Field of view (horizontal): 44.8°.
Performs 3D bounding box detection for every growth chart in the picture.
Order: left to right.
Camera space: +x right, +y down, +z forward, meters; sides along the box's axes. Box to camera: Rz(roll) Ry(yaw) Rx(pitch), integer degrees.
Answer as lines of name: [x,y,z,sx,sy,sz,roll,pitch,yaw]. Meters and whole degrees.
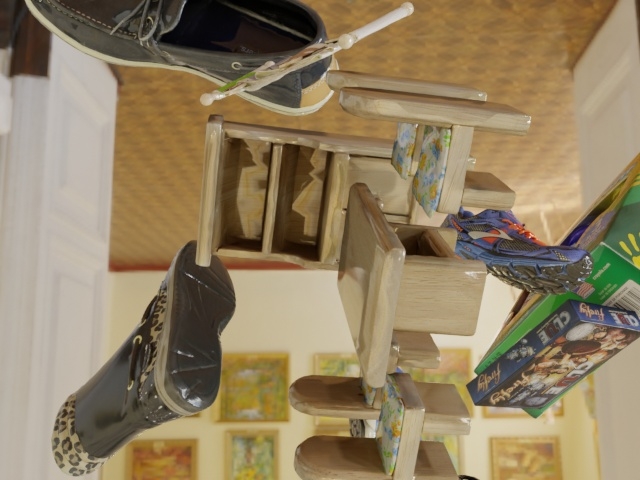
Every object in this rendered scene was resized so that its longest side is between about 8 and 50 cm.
growth chart: [-0.013,-0.224,0.935,0.237,0.021,0.172,-14,-161,35]

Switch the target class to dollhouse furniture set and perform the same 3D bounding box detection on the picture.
dollhouse furniture set: [0.000,0.000,0.492,0.160,0.212,0.242,5,-163,-7]

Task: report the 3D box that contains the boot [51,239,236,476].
boot: [-0.179,0.113,0.790,0.178,0.236,0.085,-35,118,21]

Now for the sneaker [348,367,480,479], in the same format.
sneaker: [0.125,0.282,0.858,0.147,0.330,0.130,-18,-169,-1]

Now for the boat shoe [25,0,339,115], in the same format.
boat shoe: [-0.206,-0.335,1.145,0.499,0.187,0.156,21,158,6]

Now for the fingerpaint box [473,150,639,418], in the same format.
fingerpaint box: [0.514,0.069,1.457,0.163,0.371,0.445,37,140,8]

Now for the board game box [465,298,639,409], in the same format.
board game box: [0.371,0.189,1.237,0.165,0.042,0.243,11,135,-33]

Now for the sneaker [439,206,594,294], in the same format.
sneaker: [0.211,0.002,0.892,0.083,0.087,0.221,29,169,-41]
